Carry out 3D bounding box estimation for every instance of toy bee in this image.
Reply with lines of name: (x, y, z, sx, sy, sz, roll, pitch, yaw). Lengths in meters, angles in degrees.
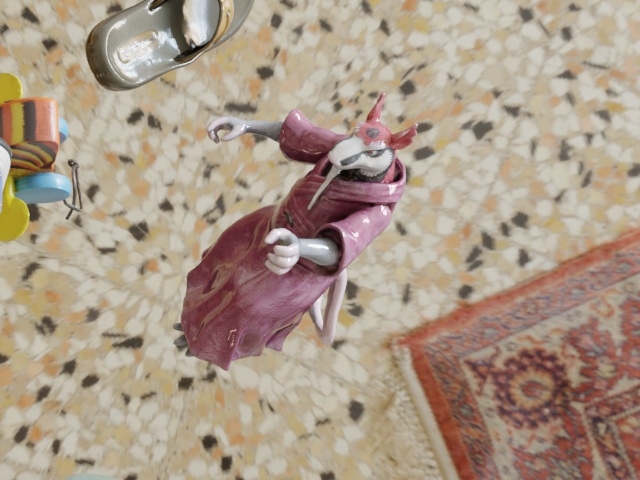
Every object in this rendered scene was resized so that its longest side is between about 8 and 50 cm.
toy bee: (-0.380, -0.081, 1.347, 0.162, 0.298, 0.195, -5, 55, -9)

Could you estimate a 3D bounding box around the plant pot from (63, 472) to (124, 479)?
plant pot: (-0.095, 0.248, 0.492, 0.293, 0.293, 0.235, -43, 84, -6)

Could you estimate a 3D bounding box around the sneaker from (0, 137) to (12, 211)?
sneaker: (-0.294, 0.005, 0.844, 0.080, 0.211, 0.081, 13, 50, -25)

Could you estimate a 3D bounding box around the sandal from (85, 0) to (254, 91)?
sandal: (-0.124, -0.211, 1.034, 0.219, 0.060, 0.090, -41, 113, -38)

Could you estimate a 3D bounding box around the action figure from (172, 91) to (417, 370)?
action figure: (0.000, 0.000, 1.187, 0.275, 0.370, 0.248, 19, 44, -32)
